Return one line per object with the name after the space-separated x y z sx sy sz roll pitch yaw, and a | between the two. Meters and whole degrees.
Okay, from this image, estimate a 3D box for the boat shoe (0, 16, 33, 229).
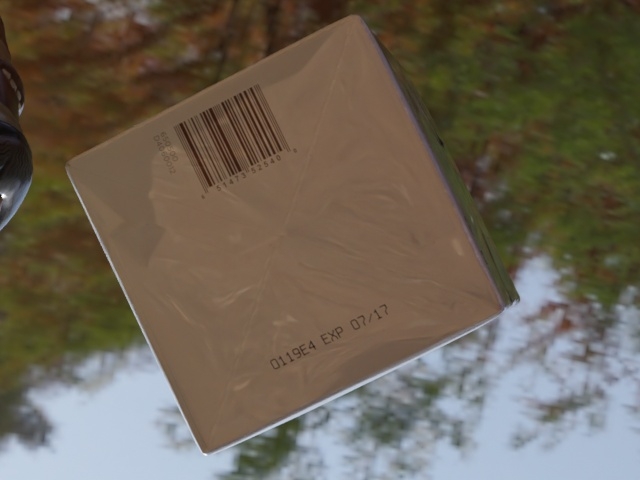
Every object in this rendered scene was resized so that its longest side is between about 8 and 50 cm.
-0.273 -0.077 0.727 0.122 0.324 0.120 128 -33 -48 | boat shoe

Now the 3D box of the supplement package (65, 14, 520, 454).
0.000 0.000 0.849 0.139 0.244 0.134 -26 -94 6 | supplement package
